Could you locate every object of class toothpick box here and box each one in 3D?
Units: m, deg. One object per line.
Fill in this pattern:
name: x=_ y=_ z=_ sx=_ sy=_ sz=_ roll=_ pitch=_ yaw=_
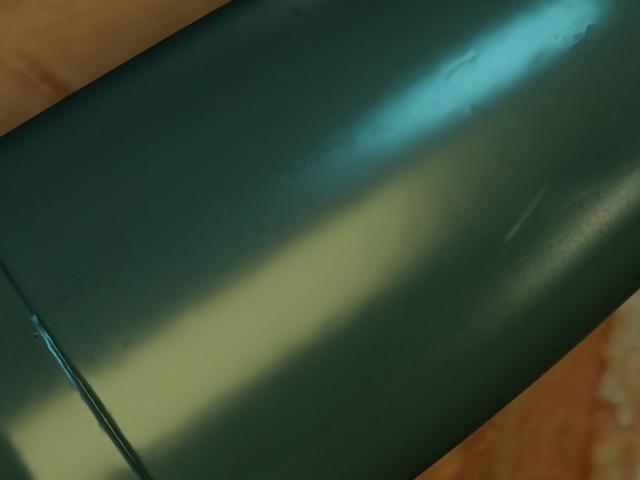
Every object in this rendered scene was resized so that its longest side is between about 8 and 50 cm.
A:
toothpick box: x=0.000 y=0.000 z=0.384 sx=0.184 sy=0.120 sz=0.120 roll=-34 pitch=104 yaw=-7
